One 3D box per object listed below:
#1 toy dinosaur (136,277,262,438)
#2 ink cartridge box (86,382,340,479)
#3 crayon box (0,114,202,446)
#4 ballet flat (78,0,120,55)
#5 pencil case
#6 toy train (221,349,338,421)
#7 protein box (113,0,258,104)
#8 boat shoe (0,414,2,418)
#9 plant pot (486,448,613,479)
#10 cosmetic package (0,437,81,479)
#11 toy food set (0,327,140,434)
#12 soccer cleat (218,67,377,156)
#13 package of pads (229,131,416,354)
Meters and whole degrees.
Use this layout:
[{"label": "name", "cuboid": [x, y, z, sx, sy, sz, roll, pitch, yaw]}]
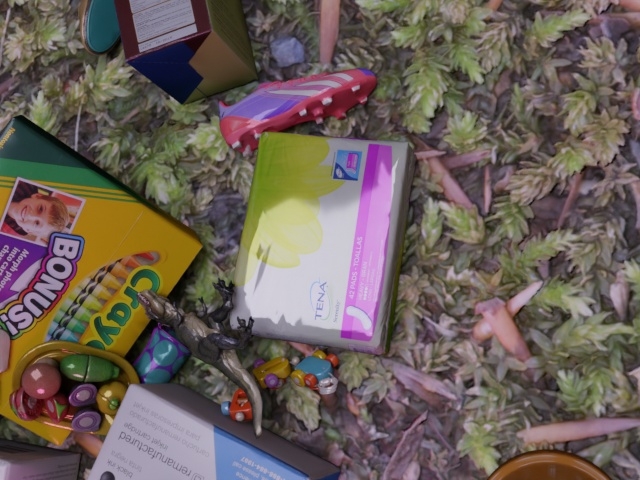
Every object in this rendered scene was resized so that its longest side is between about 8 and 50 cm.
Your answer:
[{"label": "toy dinosaur", "cuboid": [-0.138, 0.130, 1.184, 0.268, 0.064, 0.118, 43, 117, 25]}, {"label": "ink cartridge box", "cuboid": [-0.191, 0.430, 1.181, 0.285, 0.166, 0.395, 23, 88, 17]}, {"label": "crayon box", "cuboid": [-0.403, 0.059, 1.255, 0.313, 0.106, 0.363, 35, 91, -17]}, {"label": "ballet flat", "cuboid": [-0.349, -0.408, 1.425, 0.073, 0.080, 0.232, 7, 79, 44]}, {"label": "pencil case", "cuboid": [-0.259, 0.196, 1.292, 0.070, 0.064, 0.152, 41, 92, -10]}, {"label": "toy train", "cuboid": [-0.049, 0.211, 1.220, 0.166, 0.125, 0.046, -13, 118, 9]}, {"label": "protein box", "cuboid": [-0.204, -0.341, 1.297, 0.135, 0.200, 0.201, -16, 77, 12]}, {"label": "boat shoe", "cuboid": [-0.505, 0.222, 1.358, 0.083, 0.065, 0.183, 46, 100, 15]}, {"label": "plant pot", "cuboid": [0.280, 0.363, 1.056, 0.205, 0.188, 0.205, -2, 80, 14]}, {"label": "cosmetic package", "cuboid": [-0.475, 0.479, 1.235, 0.155, 0.197, 0.366, 6, 81, 16]}, {"label": "toy food set", "cuboid": [-0.357, 0.210, 1.204, 0.217, 0.071, 0.128, 15, 99, -14]}, {"label": "soccer cleat", "cuboid": [-0.039, -0.211, 1.298, 0.248, 0.083, 0.095, -23, 71, 13]}, {"label": "package of pads", "cuboid": [0.000, 0.000, 1.238, 0.229, 0.101, 0.297, 6, 82, 16]}]
